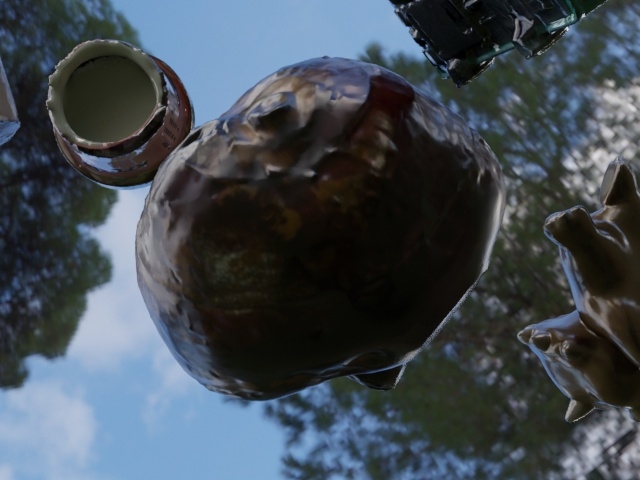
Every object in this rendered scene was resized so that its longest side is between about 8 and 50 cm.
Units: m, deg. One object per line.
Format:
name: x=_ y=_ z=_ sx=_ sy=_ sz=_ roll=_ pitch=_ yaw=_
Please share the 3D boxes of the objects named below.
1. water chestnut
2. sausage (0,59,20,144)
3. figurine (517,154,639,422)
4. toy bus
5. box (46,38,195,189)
water chestnut: x=0.000 y=0.000 z=0.987 sx=0.289 sy=0.289 sz=0.244 roll=-44 pitch=-96 yaw=8
sausage: x=-0.301 y=-0.176 z=0.884 sx=0.123 sy=0.123 sz=0.253 roll=-18 pitch=-89 yaw=-10
figurine: x=0.296 y=0.072 z=1.369 sx=0.177 sy=0.173 sz=0.247 roll=-38 pitch=-84 yaw=-37
toy bus: x=0.118 y=-0.165 z=0.815 sx=0.109 sy=0.261 sz=0.091 roll=-36 pitch=-82 yaw=-11
box: x=-0.211 y=-0.136 z=1.332 sx=0.151 sy=0.135 sz=0.151 roll=0 pitch=-96 yaw=-1
